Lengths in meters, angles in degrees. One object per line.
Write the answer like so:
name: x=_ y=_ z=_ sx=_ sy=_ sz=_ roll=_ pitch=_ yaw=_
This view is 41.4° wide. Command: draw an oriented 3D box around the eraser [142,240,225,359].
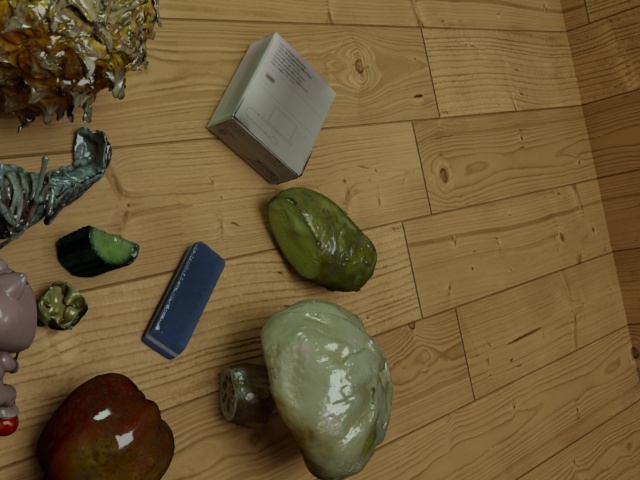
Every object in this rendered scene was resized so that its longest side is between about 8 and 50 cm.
eraser: x=-0.259 y=0.113 z=1.623 sx=0.082 sy=0.036 sz=0.225 roll=40 pitch=57 yaw=-30

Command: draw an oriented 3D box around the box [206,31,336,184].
box: x=-0.097 y=-0.279 z=1.804 sx=0.203 sy=0.106 sz=0.251 roll=40 pitch=58 yaw=-30

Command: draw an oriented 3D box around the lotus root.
lotus root: x=-0.145 y=0.303 z=1.645 sx=0.081 sy=0.112 sz=0.122 roll=5 pitch=47 yaw=-29

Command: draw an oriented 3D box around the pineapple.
pineapple: x=-0.417 y=-0.353 z=1.325 sx=0.352 sy=0.300 sz=0.352 roll=3 pitch=86 yaw=-45

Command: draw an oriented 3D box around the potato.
potato: x=0.000 y=0.000 z=1.825 sx=0.298 sy=0.141 sz=0.176 roll=40 pitch=44 yaw=-23

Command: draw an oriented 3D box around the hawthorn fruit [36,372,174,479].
hawthorn fruit: x=-0.372 y=0.344 z=1.380 sx=0.248 sy=0.208 sz=0.208 roll=-34 pitch=106 yaw=-25

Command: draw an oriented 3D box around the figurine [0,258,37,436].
figurine: x=-0.530 y=0.162 z=1.305 sx=0.186 sy=0.176 sz=0.287 roll=-33 pitch=130 yaw=-84

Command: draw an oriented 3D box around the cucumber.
cucumber: x=-0.384 y=0.026 z=1.468 sx=0.116 sy=0.115 sz=0.062 roll=23 pitch=63 yaw=-41

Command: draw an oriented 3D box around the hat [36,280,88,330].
hat: x=-0.442 y=0.116 z=1.436 sx=0.076 sy=0.059 sz=0.077 roll=43 pitch=48 yaw=-10

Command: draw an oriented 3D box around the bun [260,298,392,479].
bun: x=0.030 y=0.282 z=1.659 sx=0.365 sy=0.219 sz=0.365 roll=-17 pitch=90 yaw=-85

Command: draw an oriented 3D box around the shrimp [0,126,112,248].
shrimp: x=-0.484 y=-0.085 z=1.362 sx=0.410 sy=0.221 sz=0.166 roll=-23 pitch=124 yaw=-62
